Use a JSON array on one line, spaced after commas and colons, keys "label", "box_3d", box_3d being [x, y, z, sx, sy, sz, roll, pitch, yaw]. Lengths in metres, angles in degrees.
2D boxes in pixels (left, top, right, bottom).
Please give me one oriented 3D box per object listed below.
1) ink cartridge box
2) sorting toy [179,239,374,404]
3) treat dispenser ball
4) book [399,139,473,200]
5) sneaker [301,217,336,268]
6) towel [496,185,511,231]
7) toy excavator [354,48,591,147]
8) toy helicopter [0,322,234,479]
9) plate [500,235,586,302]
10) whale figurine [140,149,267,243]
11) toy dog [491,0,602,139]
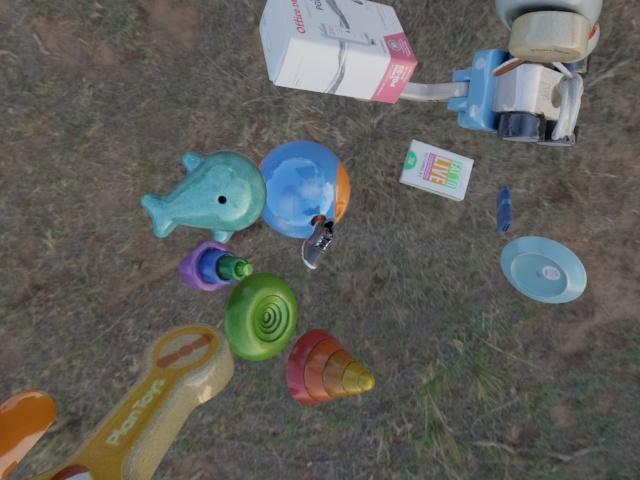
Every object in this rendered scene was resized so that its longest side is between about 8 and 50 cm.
[{"label": "ink cartridge box", "box_3d": [0.032, -0.413, 1.112, 0.283, 0.207, 0.117, 3, 145, -23]}, {"label": "sorting toy", "box_3d": [-0.035, 0.127, 0.742, 0.365, 0.126, 0.127, 50, 59, -35]}, {"label": "treat dispenser ball", "box_3d": [-0.056, -0.150, 1.568, 0.288, 0.288, 0.288, 1, 101, 5]}, {"label": "book", "box_3d": [0.257, -0.155, 1.175, 0.144, 0.035, 0.096, 17, 86, -3]}, {"label": "sneaker", "box_3d": [0.000, 0.000, 1.391, 0.061, 0.158, 0.065, 34, 144, -24]}, {"label": "towel", "box_3d": [0.511, -0.086, 1.469, 0.029, 0.067, 0.119, 7, 63, 3]}, {"label": "toy excavator", "box_3d": [0.365, -0.365, 1.333, 0.433, 0.445, 0.222, 0, 99, -37]}, {"label": "toy helicopter", "box_3d": [-0.183, 0.185, 0.393, 0.235, 0.355, 0.140, 4, 122, 20]}, {"label": "plate", "box_3d": [0.489, 0.073, 1.178, 0.188, 0.024, 0.188, 28, 141, 25]}, {"label": "whale figurine", "box_3d": [-0.250, -0.085, 1.134, 0.272, 0.141, 0.216, -17, 107, 1]}, {"label": "toy dog", "box_3d": [0.269, -0.288, 0.676, 0.161, 0.333, 0.220, 16, 81, 24]}]
